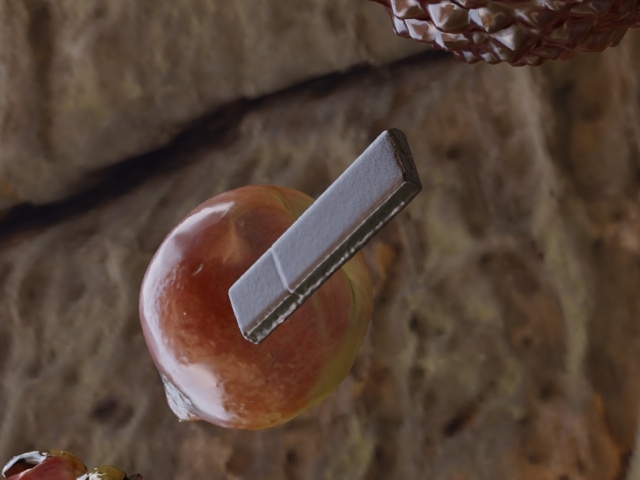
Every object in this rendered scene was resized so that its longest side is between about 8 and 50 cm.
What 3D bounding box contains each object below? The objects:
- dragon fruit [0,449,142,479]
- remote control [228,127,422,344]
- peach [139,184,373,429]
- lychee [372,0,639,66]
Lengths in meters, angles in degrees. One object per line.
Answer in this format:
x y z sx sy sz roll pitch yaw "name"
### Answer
-0.181 0.252 1.019 0.250 0.269 0.291 64 173 -22 "dragon fruit"
0.000 0.000 1.340 0.025 0.245 0.063 3 -125 -40 "remote control"
-0.073 0.077 1.631 0.232 0.257 0.232 34 -156 -18 "peach"
0.104 -0.199 0.739 0.300 0.264 0.264 37 -162 24 "lychee"
